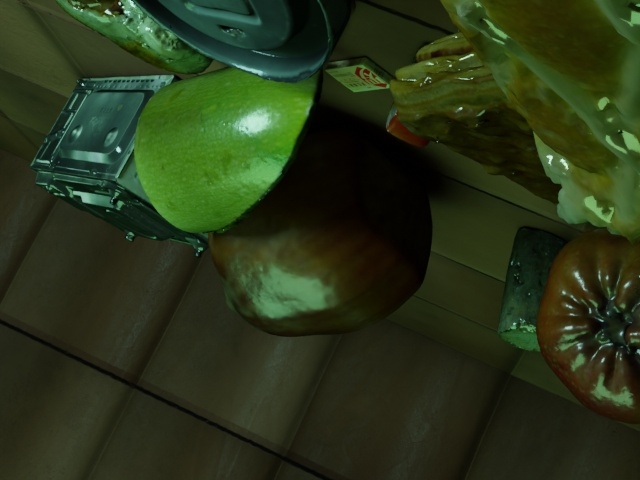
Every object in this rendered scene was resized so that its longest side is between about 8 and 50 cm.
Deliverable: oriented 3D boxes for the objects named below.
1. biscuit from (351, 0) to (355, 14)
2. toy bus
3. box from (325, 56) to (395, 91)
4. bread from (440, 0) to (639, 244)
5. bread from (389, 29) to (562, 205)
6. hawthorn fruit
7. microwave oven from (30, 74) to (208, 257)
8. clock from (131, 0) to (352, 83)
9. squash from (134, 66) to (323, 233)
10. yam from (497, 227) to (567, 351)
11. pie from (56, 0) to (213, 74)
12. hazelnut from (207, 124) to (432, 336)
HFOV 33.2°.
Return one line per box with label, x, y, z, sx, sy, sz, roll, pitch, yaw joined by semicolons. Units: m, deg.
biscuit;-0.052;-0.291;1.300;0.183;0.039;0.174;25;170;-2
toy bus;0.130;-0.173;1.335;0.079;0.077;0.174;26;169;-1
box;0.053;-0.222;1.440;0.058;0.015;0.093;31;168;-29
bread;0.268;-0.173;0.572;0.371;0.279;0.390;15;162;35
bread;0.257;-0.136;1.011;0.324;0.167;0.277;22;171;-29
hawthorn fruit;0.454;0.110;1.509;0.277;0.277;0.298;18;-175;35
microwave oven;-0.317;-0.132;2.051;0.333;0.247;0.394;32;167;-34
clock;-0.116;-0.305;1.193;0.325;0.067;0.325;27;160;10
squash;-0.089;-0.150;1.516;0.308;0.234;0.210;-5;148;35
yam;0.351;0.075;1.737;0.107;0.194;0.107;11;156;5
pie;-0.271;-0.326;1.515;0.274;0.105;0.257;32;-178;-15
hazelnut;0.008;-0.004;1.723;0.365;0.366;0.366;25;168;5
